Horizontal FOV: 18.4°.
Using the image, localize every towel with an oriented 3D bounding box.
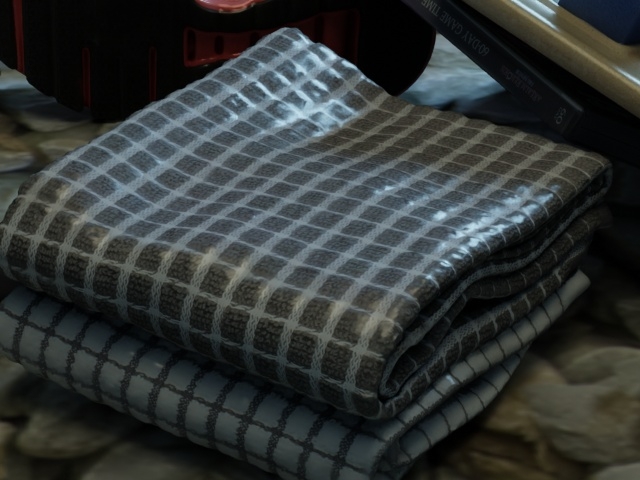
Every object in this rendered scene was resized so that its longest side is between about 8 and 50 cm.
[{"bbox_3d":[0.000,0.000,1.029,0.235,0.121,0.283,17,31,26],"label":"towel"}]

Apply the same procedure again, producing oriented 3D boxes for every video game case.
[{"bbox_3d":[0.148,-0.109,1.227,0.196,0.026,0.274,17,21,-38],"label":"video game case"}]

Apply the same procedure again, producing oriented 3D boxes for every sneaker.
[{"bbox_3d":[-0.085,-0.149,1.353,0.314,0.116,0.136,4,18,-10],"label":"sneaker"}]

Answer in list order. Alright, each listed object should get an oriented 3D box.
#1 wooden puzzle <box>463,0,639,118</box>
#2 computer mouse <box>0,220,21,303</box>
[{"bbox_3d":[0.261,-0.111,1.154,0.348,0.080,0.322,32,25,25],"label":"wooden puzzle"},{"bbox_3d":[-0.132,-0.025,1.141,0.071,0.041,0.242,-8,22,23],"label":"computer mouse"}]
